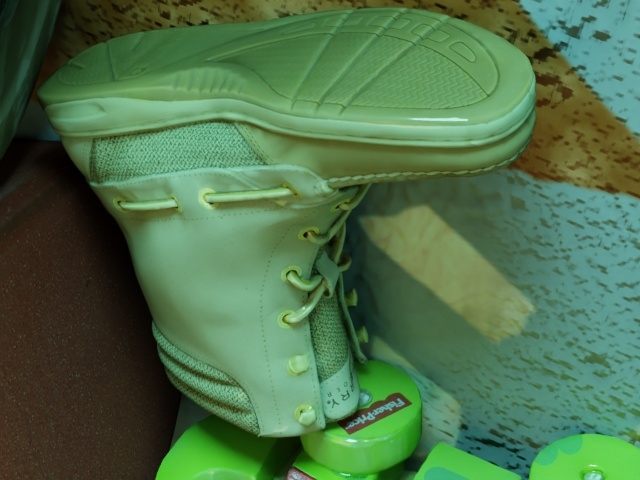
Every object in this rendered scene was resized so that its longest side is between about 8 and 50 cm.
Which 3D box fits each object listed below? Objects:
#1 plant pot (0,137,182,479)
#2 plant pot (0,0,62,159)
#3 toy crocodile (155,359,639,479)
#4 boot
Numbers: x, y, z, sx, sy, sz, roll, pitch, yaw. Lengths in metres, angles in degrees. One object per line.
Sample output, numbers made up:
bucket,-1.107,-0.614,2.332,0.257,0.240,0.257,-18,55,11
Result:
plant pot,-0.226,0.078,0.875,0.267,0.236,0.267,4,125,28
plant pot,-0.262,-0.149,0.711,0.280,0.323,0.323,15,132,-1
toy crocodile,0.075,0.156,0.839,0.341,0.105,0.115,16,130,21
boot,0.000,0.000,0.774,0.262,0.095,0.203,1,123,33
